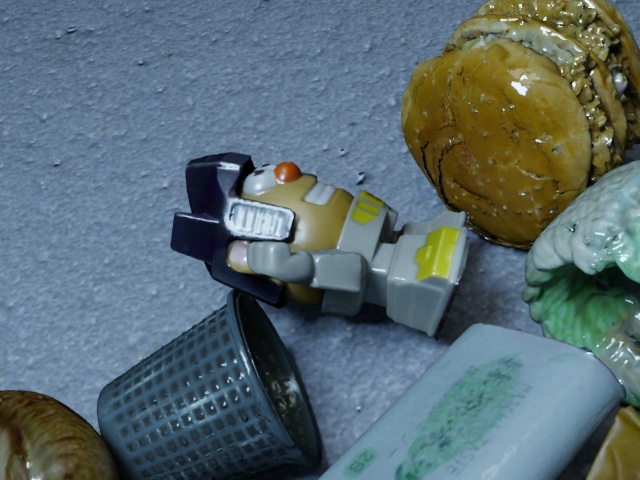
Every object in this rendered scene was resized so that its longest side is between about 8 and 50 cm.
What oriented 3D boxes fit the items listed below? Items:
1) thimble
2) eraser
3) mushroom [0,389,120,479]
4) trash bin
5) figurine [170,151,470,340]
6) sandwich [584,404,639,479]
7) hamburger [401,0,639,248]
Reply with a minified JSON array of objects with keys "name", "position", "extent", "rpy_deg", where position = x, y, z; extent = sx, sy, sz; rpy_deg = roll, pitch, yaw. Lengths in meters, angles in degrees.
[{"name":"thimble","position":[0.289,0.035,0.728],"extent":[0.150,0.219,0.219],"rpy_deg":[-42,54,-19]},{"name":"eraser","position":[0.118,0.176,0.712],"extent":[0.227,0.081,0.174],"rpy_deg":[-40,23,-22]},{"name":"mushroom","position":[-0.273,0.270,0.666],"extent":[0.264,0.195,0.283],"rpy_deg":[-13,32,12]},{"name":"trash bin","position":[-0.106,0.152,0.762],"extent":[0.161,0.175,0.175],"rpy_deg":[-26,48,3]},{"name":"figurine","position":[-0.001,0.003,0.838],"extent":[0.309,0.308,0.143],"rpy_deg":[10,85,20]},{"name":"sandwich","position":[0.211,0.222,0.679],"extent":[0.163,0.079,0.113],"rpy_deg":[-24,47,-6]},{"name":"hamburger","position":[0.224,-0.131,0.885],"extent":[0.211,0.245,0.260],"rpy_deg":[-40,73,-23]}]
